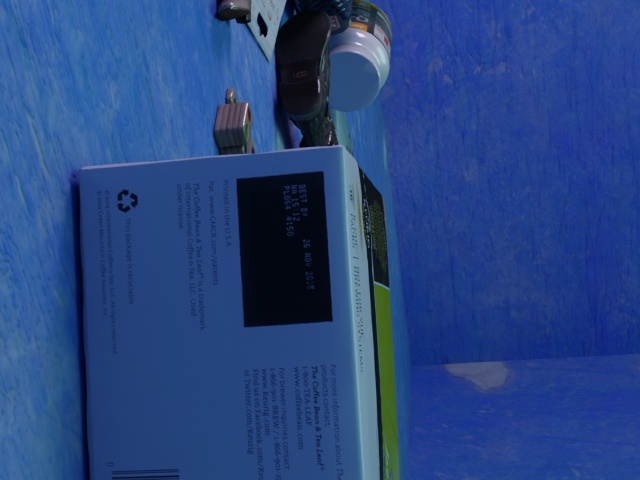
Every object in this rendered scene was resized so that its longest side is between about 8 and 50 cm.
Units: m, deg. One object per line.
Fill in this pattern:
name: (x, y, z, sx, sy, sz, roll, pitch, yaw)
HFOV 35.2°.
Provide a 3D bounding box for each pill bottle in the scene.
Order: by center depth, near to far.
pill bottle: (0.064, -0.381, 2.080, 0.278, 0.162, 0.162, -81, 164, -58)

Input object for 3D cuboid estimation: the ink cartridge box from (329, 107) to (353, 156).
ink cartridge box: (0.035, -0.222, 2.198, 0.223, 0.045, 0.224, 66, 22, -65)

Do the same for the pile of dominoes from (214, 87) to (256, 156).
pile of dominoes: (-0.090, -0.059, 1.320, 0.196, 0.040, 0.251, -86, 167, -44)

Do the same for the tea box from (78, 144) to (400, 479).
tea box: (-0.051, 0.107, 0.902, 0.323, 0.220, 0.328, 30, 57, -79)

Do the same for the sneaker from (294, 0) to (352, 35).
sneaker: (0.004, -0.438, 1.811, 0.350, 0.131, 0.148, -66, 146, -73)

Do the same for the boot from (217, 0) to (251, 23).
boot: (-0.116, -0.329, 1.307, 0.118, 0.042, 0.087, -30, 109, -82)

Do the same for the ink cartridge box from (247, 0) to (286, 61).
ink cartridge box: (-0.089, -0.417, 1.542, 0.189, 0.066, 0.232, 48, 60, -76)

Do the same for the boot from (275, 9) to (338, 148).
boot: (-0.012, -0.237, 1.743, 0.229, 0.091, 0.263, 69, 23, -57)
